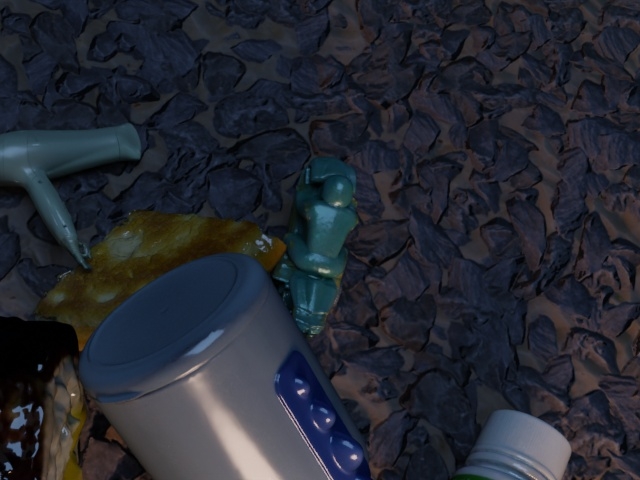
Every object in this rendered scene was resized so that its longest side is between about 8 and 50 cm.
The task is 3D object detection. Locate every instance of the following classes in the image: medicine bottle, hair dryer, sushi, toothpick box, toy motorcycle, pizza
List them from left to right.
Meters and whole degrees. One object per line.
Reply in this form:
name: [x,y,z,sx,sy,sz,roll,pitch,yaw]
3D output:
sushi: [-0.412,0.214,1.317,0.294,0.281,0.300,8,70,-2]
hair dryer: [-0.314,-0.056,1.569,0.206,0.075,0.237,-9,55,-23]
pizza: [-0.207,0.043,1.534,0.335,0.086,0.226,-22,38,1]
toothpick box: [-0.079,0.215,1.365,0.263,0.263,0.355,-42,115,-26]
toy motorcycle: [0.000,0.002,1.560,0.109,0.198,0.297,15,64,-11]
medicine bottle: [0.216,0.337,1.478,0.139,0.139,0.237,29,64,2]
